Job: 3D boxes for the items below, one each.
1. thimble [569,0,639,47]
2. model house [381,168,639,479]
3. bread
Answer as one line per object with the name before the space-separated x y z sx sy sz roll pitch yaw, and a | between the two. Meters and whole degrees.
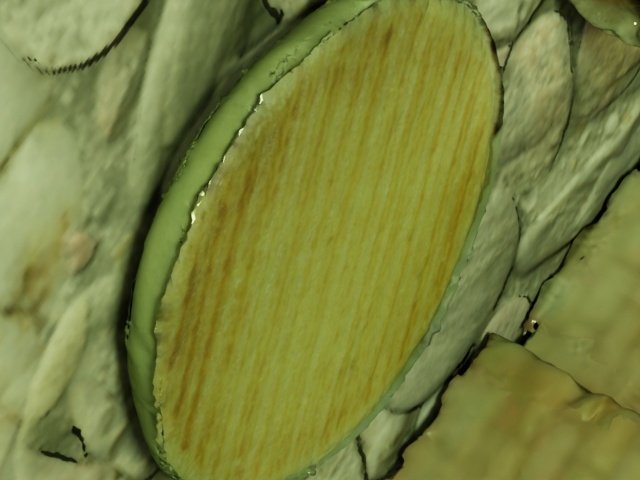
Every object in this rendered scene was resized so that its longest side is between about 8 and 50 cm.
thimble | 0.175 -0.158 0.907 0.090 0.102 0.115 -55 143 -15
model house | 0.294 0.225 1.114 0.445 0.400 0.395 -53 147 -20
bread | 0.000 0.000 0.813 0.267 0.040 0.267 -40 144 -37
